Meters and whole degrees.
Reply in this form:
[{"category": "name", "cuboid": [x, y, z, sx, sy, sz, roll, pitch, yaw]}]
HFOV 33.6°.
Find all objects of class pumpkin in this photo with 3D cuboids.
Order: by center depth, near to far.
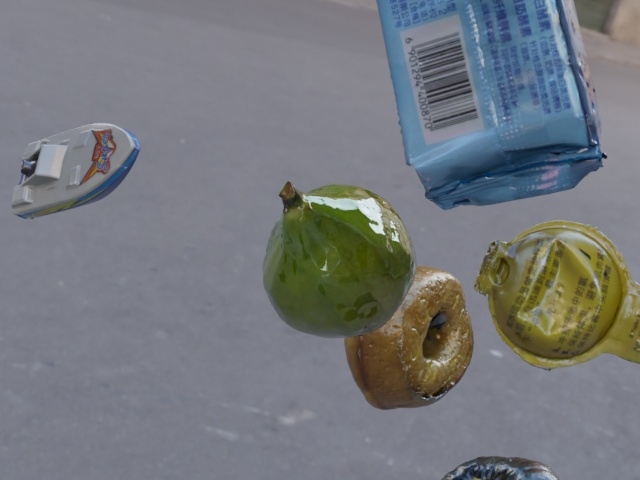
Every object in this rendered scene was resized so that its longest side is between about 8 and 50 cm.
[{"category": "pumpkin", "cuboid": [0.238, 0.383, 1.444, 0.211, 0.152, 0.212, -15, 39, 12]}]

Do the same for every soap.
[{"category": "soap", "cuboid": [0.123, -0.174, 0.835, 0.156, 0.293, 0.077, -12, -4, 24]}]

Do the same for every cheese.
[{"category": "cheese", "cuboid": [0.280, 0.069, 1.091, 0.250, 0.157, 0.064, 21, 3, -1]}]

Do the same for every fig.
[{"category": "fig", "cuboid": [-0.007, 0.024, 1.480, 0.314, 0.233, 0.233, 11, 17, -48]}]

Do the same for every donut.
[{"category": "donut", "cuboid": [0.182, 0.192, 2.117, 0.150, 0.317, 0.299, -2, -38, 35]}]

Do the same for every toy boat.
[{"category": "toy boat", "cuboid": [-0.358, -0.112, 1.572, 0.295, 0.129, 0.088, -10, -27, 44]}]
